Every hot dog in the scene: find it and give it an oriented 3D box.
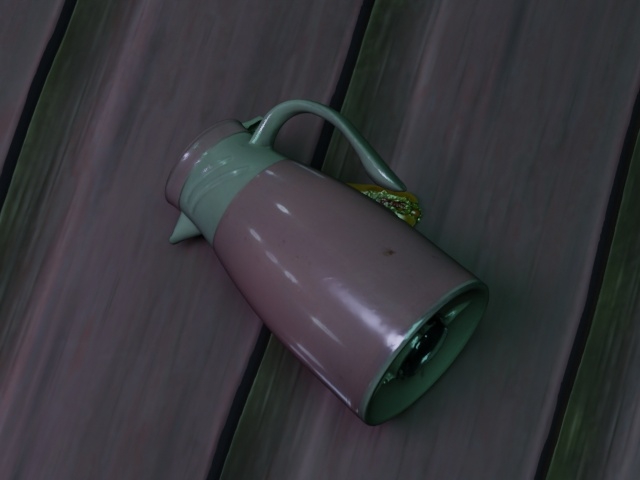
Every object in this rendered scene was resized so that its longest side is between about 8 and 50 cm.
[{"bbox_3d":[0.045,-0.030,1.649,0.083,0.021,0.037,6,73,3],"label":"hot dog"}]

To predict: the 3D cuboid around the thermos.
[{"bbox_3d":[0.000,0.000,1.577,0.265,0.146,0.176,42,101,20],"label":"thermos"}]
